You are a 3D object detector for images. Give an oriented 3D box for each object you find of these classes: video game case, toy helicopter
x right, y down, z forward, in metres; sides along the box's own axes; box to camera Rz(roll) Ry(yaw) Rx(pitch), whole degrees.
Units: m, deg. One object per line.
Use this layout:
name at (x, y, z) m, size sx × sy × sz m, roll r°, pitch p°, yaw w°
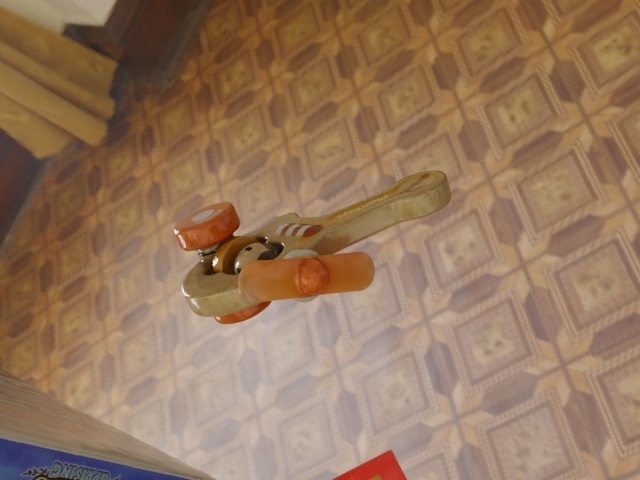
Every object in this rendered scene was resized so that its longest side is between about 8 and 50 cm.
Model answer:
video game case at (-0.233, 0.108, 0.572) m, size 0.244 × 0.269 × 0.061 m, roll 17°, pitch 80°, yaw 36°
toy helicopter at (0.000, 0.000, 1.166) m, size 0.355 × 0.140 × 0.235 m, roll -24°, pitch 18°, yaw -5°

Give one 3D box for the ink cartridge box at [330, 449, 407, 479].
ink cartridge box at (0.042, 0.488, 1.424) m, size 0.296 × 0.066 × 0.261 m, roll -25°, pitch 73°, yaw -9°
